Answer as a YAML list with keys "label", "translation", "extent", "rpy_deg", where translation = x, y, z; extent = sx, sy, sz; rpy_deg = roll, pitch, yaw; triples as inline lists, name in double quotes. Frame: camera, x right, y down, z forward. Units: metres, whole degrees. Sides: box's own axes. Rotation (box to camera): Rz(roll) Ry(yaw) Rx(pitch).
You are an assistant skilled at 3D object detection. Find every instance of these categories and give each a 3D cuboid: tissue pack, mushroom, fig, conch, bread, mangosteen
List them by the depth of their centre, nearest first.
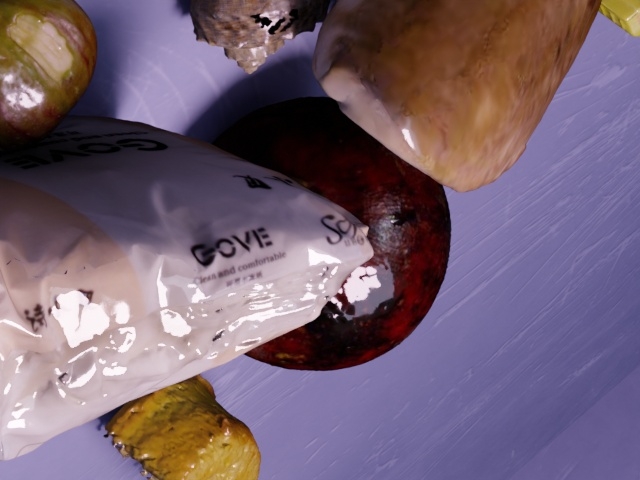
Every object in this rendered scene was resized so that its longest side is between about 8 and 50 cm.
- label: "fig"
  translation: [-0.265, -0.177, 1.204]
  extent: [0.149, 0.149, 0.245]
  rpy_deg: [-40, 140, -13]
- label: "tissue pack"
  translation: [-0.207, 0.016, 1.305]
  extent: [0.376, 0.390, 0.195]
  rpy_deg: [-22, 119, -39]
- label: "conch"
  translation: [-0.049, -0.254, 1.467]
  extent: [0.155, 0.130, 0.207]
  rpy_deg: [-80, 177, -66]
- label: "mushroom"
  translation: [0.151, -0.216, 1.512]
  extent: [0.313, 0.224, 0.397]
  rpy_deg: [-55, 176, 19]
- label: "mangosteen"
  translation: [-0.008, -0.005, 1.668]
  extent: [0.311, 0.311, 0.311]
  rpy_deg: [-35, 153, -21]
- label: "bread"
  translation: [-0.156, 0.254, 1.963]
  extent: [0.147, 0.160, 0.260]
  rpy_deg: [-47, 149, -13]

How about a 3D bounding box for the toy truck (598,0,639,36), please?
- label: "toy truck"
  translation: [0.356, -0.341, 1.890]
  extent: [0.157, 0.124, 0.272]
  rpy_deg: [-47, 154, 2]
